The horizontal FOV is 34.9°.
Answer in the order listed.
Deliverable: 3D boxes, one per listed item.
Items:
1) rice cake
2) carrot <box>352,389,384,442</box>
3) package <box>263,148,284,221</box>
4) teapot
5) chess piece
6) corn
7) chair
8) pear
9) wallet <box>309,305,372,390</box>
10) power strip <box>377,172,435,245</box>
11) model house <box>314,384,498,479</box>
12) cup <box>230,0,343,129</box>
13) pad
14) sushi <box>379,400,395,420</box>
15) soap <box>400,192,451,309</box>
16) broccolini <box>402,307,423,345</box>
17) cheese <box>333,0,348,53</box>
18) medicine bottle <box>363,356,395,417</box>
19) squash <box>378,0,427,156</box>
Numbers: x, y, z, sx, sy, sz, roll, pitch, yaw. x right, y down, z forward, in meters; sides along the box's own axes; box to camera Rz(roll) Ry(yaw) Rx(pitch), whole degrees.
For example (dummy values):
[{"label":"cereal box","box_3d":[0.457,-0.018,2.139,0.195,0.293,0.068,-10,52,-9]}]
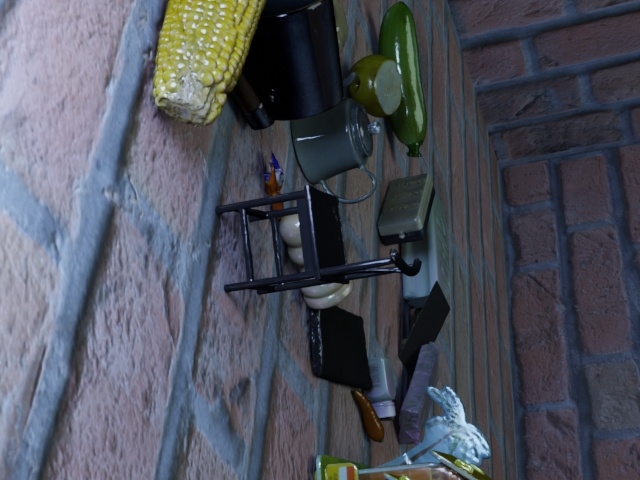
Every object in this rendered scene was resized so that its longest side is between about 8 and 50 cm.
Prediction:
[{"label":"rice cake","box_3d":[0.225,0.346,2.301,0.298,0.050,0.106,-58,151,-61]},{"label":"carrot","box_3d":[0.093,0.338,1.965,0.035,0.035,0.142,-70,140,-58]},{"label":"package","box_3d":[-0.075,-0.092,1.659,0.077,0.033,0.111,-115,-164,-54]},{"label":"teapot","box_3d":[0.043,-0.186,1.886,0.162,0.149,0.239,2,79,-74]},{"label":"chess piece","box_3d":[-0.018,0.024,1.707,0.170,0.094,0.094,62,24,-25]},{"label":"corn","box_3d":[-0.147,-0.295,1.376,0.130,0.130,0.347,60,30,-48]},{"label":"chair","box_3d":[0.000,0.000,1.460,0.154,0.260,0.141,13,69,-72]},{"label":"pear","box_3d":[0.112,-0.343,2.269,0.141,0.104,0.141,-8,100,-51]},{"label":"wallet","box_3d":[0.037,0.192,1.869,0.285,0.030,0.146,33,53,-66]},{"label":"power strip","box_3d":[0.205,-0.074,2.406,0.257,0.105,0.070,-70,144,-58]},{"label":"model house","box_3d":[0.182,0.395,1.724,0.300,0.323,0.340,41,43,-65]},{"label":"cup","box_3d":[-0.078,-0.288,1.637,0.166,0.239,0.177,32,-39,53]},{"label":"pad","box_3d":[0.248,0.215,2.408,0.211,0.003,0.143,-61,146,-22]},{"label":"sushi","box_3d":[0.140,0.333,2.090,0.046,0.044,0.083,54,33,-54]},{"label":"soap","box_3d":[0.264,0.028,2.558,0.173,0.095,0.289,47,38,-59]},{"label":"broccolini","box_3d":[0.235,0.210,2.476,0.054,0.051,0.239,37,26,5]},{"label":"cheese","box_3d":[-0.014,-0.479,1.952,0.159,0.093,0.263,-46,125,-67]},{"label":"medicine bottle","box_3d":[0.116,0.292,2.019,0.074,0.055,0.118,22,59,-73]},{"label":"squash","box_3d":[0.208,-0.405,2.586,0.107,0.107,0.395,-10,92,-73]}]
